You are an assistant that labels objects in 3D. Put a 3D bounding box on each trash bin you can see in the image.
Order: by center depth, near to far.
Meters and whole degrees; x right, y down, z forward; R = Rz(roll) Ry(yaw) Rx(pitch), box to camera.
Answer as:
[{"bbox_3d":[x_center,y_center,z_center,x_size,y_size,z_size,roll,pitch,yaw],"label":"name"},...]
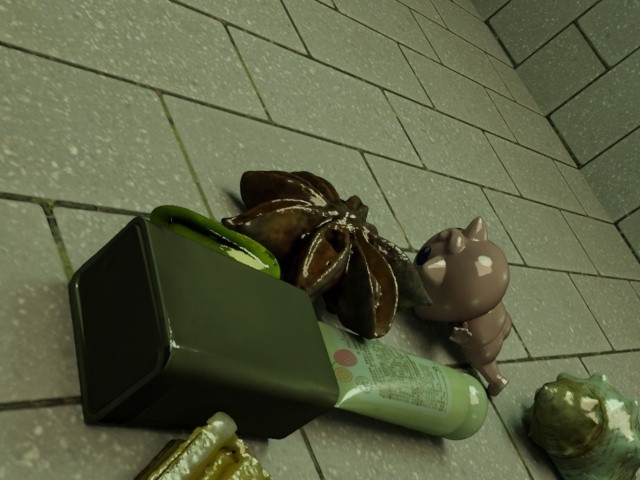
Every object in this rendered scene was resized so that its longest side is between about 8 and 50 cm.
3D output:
[{"bbox_3d":[-0.110,0.099,0.846,0.240,0.122,0.164,23,39,-46],"label":"trash bin"}]

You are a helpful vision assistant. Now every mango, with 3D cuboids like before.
[{"bbox_3d":[-0.124,0.016,0.969,0.165,0.074,0.091,29,3,-5],"label":"mango"}]

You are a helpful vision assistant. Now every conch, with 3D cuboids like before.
[{"bbox_3d":[0.460,0.333,1.391,0.386,0.169,0.203,36,57,-25],"label":"conch"}]

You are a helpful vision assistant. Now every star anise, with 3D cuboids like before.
[{"bbox_3d":[0.014,0.004,1.134,0.315,0.108,0.315,32,20,-13],"label":"star anise"}]

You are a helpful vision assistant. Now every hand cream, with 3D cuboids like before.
[{"bbox_3d":[0.096,0.184,1.084,0.306,0.093,0.147,26,27,-38],"label":"hand cream"}]

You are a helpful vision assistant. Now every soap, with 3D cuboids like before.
[{"bbox_3d":[-0.113,0.254,0.702,0.135,0.076,0.233,51,27,-1],"label":"soap"}]

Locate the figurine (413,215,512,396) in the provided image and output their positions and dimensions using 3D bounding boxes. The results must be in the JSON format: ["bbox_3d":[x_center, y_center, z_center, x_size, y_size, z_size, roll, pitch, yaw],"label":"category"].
[{"bbox_3d":[0.221,0.103,1.346,0.176,0.186,0.287,-51,129,-24],"label":"figurine"}]
